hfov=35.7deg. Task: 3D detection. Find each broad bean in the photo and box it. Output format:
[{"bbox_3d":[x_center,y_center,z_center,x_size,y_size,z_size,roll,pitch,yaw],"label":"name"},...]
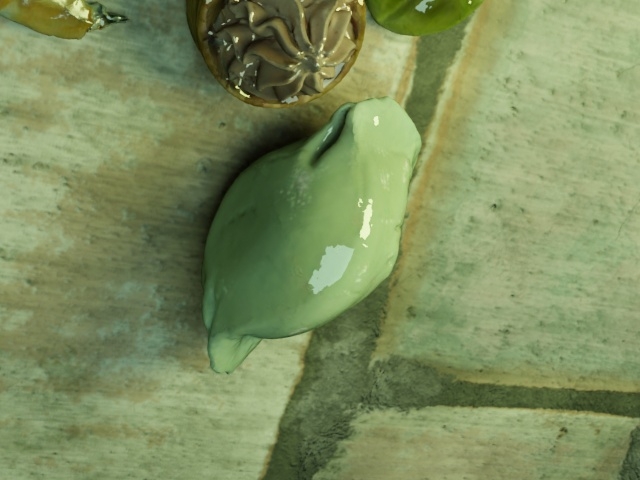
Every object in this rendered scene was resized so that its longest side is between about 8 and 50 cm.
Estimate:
[{"bbox_3d":[0.146,-0.323,1.138,0.207,0.072,0.153,-28,116,-5],"label":"broad bean"}]

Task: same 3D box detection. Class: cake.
[{"bbox_3d":[-0.041,-0.235,1.054,0.185,0.178,0.207,-12,117,-14],"label":"cake"}]

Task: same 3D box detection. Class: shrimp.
[{"bbox_3d":[-0.308,-0.318,0.970,0.185,0.068,0.287,-19,122,-12],"label":"shrimp"}]

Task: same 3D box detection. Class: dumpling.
[{"bbox_3d":[-0.014,-0.016,1.177,0.320,0.270,0.212,-27,102,22],"label":"dumpling"}]
